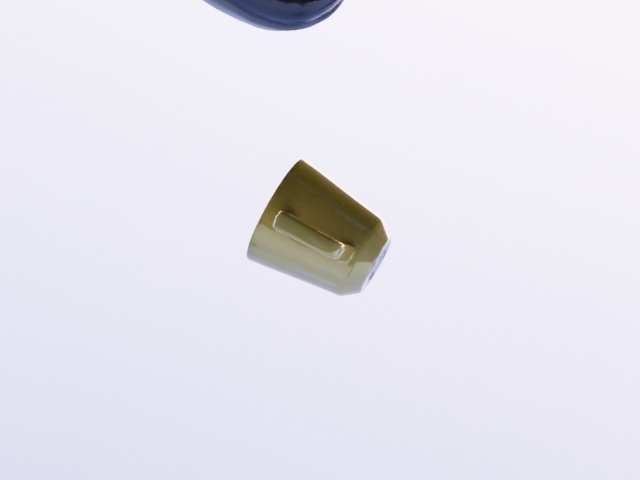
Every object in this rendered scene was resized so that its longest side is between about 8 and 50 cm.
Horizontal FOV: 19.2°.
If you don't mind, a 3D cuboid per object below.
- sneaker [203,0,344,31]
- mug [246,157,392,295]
[{"bbox_3d":[-0.049,-0.188,0.794,0.087,0.227,0.130,-33,-164,-16],"label":"sneaker"},{"bbox_3d":[0.000,0.002,1.006,0.064,0.062,0.078,30,-143,7],"label":"mug"}]
